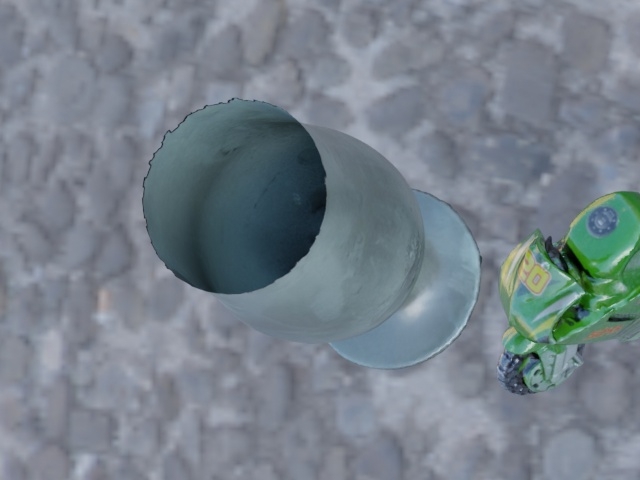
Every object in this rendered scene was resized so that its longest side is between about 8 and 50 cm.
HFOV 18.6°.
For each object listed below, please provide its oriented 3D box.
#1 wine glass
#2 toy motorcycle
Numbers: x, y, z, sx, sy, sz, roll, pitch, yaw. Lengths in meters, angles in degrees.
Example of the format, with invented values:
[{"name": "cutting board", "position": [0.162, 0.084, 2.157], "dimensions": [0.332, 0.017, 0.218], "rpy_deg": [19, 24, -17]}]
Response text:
[{"name": "wine glass", "position": [0.000, 0.000, 0.830], "dimensions": [0.093, 0.202, 0.093], "rpy_deg": [-4, 78, 18]}, {"name": "toy motorcycle", "position": [0.158, 0.007, 0.994], "dimensions": [0.190, 0.106, 0.074], "rpy_deg": [-38, 52, 7]}]
